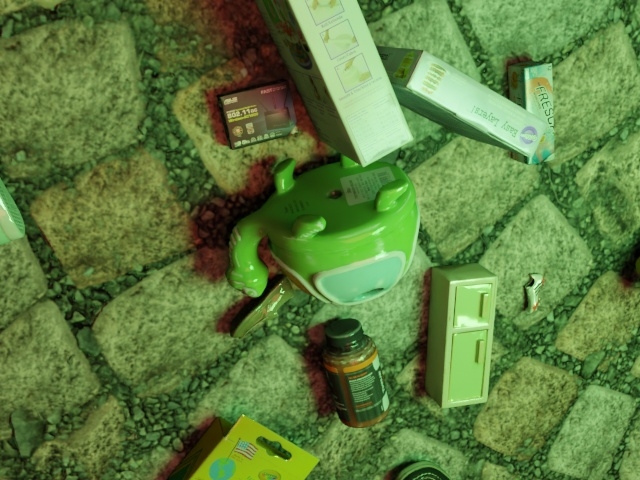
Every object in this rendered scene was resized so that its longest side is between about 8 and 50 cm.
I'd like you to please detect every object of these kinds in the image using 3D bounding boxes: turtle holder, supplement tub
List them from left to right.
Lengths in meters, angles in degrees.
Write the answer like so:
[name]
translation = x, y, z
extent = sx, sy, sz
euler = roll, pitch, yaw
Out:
[turtle holder]
translation = 0.016, 0.004, 1.235
extent = 0.320, 0.243, 0.227
euler = -34, 130, -23
[supplement tub]
translation = 0.064, 0.249, 1.403
extent = 0.106, 0.106, 0.197
euler = -19, 112, -11

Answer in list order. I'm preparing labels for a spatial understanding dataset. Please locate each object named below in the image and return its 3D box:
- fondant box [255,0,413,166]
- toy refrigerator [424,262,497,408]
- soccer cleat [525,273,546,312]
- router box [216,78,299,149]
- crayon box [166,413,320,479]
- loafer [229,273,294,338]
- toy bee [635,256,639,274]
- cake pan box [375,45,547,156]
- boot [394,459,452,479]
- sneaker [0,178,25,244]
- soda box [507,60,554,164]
[fondant box]
translation = 0.003, -0.295, 1.136
extent = 0.096, 0.238, 0.330
euler = -30, 113, -6
[toy refrigerator]
translation = 0.275, 0.188, 1.455
extent = 0.102, 0.094, 0.269
euler = -4, 108, -16
[soccer cleat]
translation = 0.433, 0.107, 1.515
extent = 0.036, 0.029, 0.083
euler = 12, 100, -11
[router box]
translation = -0.104, -0.212, 1.239
extent = 0.123, 0.038, 0.092
euler = -17, 111, -11
[crayon box]
translation = -0.177, 0.479, 1.415
extent = 0.202, 0.081, 0.318
euler = 38, 94, -24
[loafer]
translation = -0.103, 0.127, 1.339
extent = 0.148, 0.056, 0.050
euler = -45, 108, 1
[toy bee]
translation = 0.724, 0.010, 1.521
extent = 0.162, 0.298, 0.195
euler = 43, 129, 3
[cake pan box]
translation = 0.206, -0.230, 1.216
extent = 0.267, 0.246, 0.070
euler = 24, 99, -22
[boot]
translation = 0.293, 0.654, 1.505
extent = 0.138, 0.284, 0.377
euler = -26, 114, -8
[sneaker]
translation = -0.569, -0.092, 1.105
extent = 0.151, 0.094, 0.255
euler = -21, 111, -7
[soda box]
translation = 0.390, -0.237, 1.370
extent = 0.058, 0.063, 0.183
euler = -13, 110, -13
